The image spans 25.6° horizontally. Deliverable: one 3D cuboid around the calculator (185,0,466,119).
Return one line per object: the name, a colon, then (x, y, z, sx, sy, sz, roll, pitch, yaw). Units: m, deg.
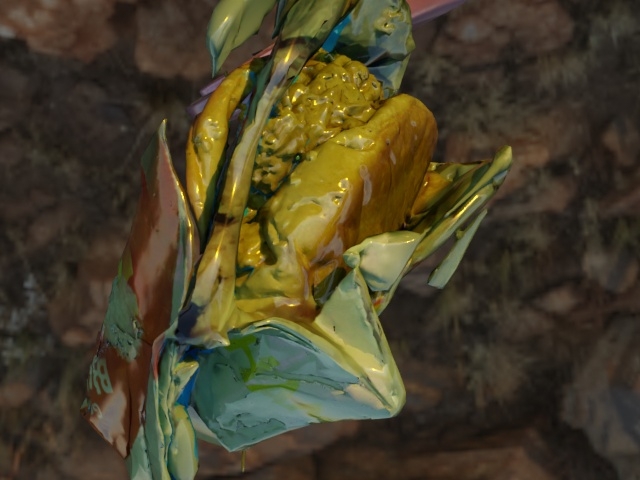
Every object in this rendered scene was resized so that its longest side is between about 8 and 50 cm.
calculator: (0.017, -0.140, 0.968, 0.194, 0.294, 0.043, -25, 98, 23)

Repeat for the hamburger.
hamburger: (0.005, -0.002, 0.700, 0.150, 0.260, 0.276, 26, 102, 11)
